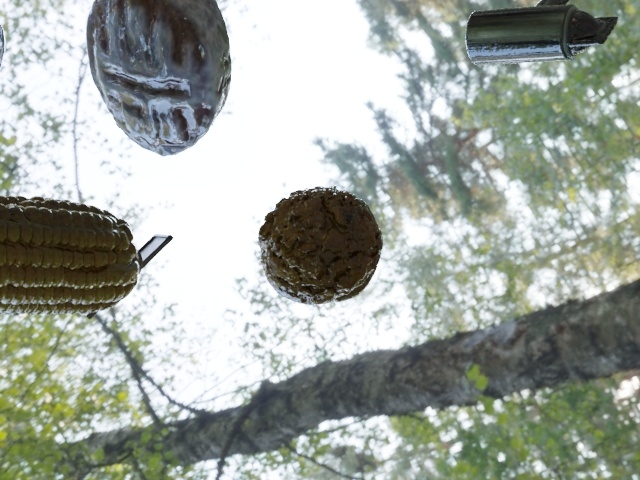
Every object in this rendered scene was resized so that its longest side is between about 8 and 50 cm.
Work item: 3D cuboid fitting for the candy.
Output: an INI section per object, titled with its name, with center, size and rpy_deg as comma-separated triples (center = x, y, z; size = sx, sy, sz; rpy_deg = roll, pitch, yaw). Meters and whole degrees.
[candy]
center = -0.245, -0.279, 1.229
size = 0.214, 0.290, 0.157
rpy_deg = 12, -139, 10

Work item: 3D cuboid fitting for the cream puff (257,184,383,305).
[cream puff]
center = 0.000, 0.000, 0.950
size = 0.150, 0.115, 0.165
rpy_deg = 16, -128, 3

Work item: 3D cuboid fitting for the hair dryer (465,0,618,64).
[hair dryer]
center = 0.349, -0.335, 1.145
size = 0.248, 0.195, 0.078
rpy_deg = -49, -48, -38

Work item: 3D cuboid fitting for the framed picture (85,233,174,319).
[framed picture]
center = -0.260, 0.044, 1.052
size = 0.149, 0.109, 0.011
rpy_deg = -46, -75, -14

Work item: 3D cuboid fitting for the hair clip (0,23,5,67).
[hair clip]
center = -0.456, -0.185, 0.989
size = 0.110, 0.359, 0.096
rpy_deg = 2, -121, -23

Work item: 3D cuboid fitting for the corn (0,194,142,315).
[corn]
center = -0.182, 0.007, 0.413
size = 0.207, 0.068, 0.068
rpy_deg = 5, -123, -48
